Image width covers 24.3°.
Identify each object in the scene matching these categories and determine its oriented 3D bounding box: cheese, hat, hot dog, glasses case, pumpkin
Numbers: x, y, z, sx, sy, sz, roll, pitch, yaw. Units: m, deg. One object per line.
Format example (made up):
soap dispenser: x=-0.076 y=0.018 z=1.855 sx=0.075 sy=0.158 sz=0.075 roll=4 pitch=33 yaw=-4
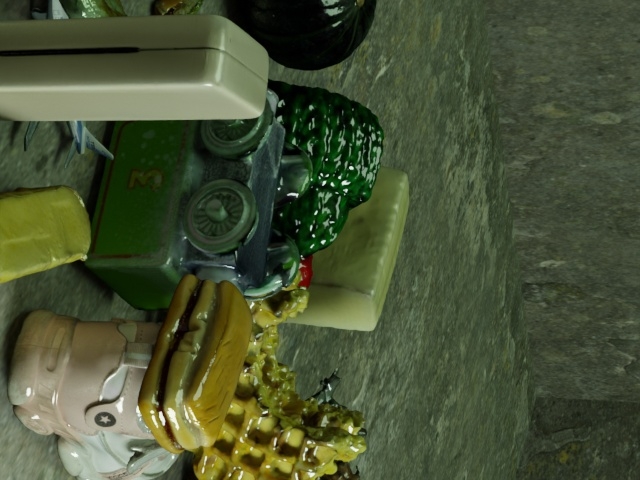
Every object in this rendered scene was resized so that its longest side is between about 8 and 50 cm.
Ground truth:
cheese: x=0.000 y=0.000 z=2.340 sx=0.124 sy=0.242 sz=0.265 roll=82 pitch=20 yaw=-51
hat: x=-0.065 y=-0.061 z=2.149 sx=0.242 sy=0.274 sz=0.332 roll=22 pitch=79 yaw=-74
hot dog: x=-0.194 y=-0.327 z=2.076 sx=0.133 sy=0.041 sz=0.056 roll=-52 pitch=139 yaw=-59
glasses case: x=-0.230 y=-0.177 z=1.549 sx=0.144 sy=0.336 sz=0.076 roll=27 pitch=66 yaw=-69
pumpkin: x=-0.022 y=-0.395 z=2.326 sx=0.250 sy=0.216 sz=0.250 roll=-31 pitch=139 yaw=-31

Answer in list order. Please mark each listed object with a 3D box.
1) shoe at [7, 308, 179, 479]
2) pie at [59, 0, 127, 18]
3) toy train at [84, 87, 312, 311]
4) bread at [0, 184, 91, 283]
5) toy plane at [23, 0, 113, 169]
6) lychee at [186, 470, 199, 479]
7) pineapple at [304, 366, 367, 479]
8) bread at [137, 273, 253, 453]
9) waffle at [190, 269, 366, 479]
shoe: x=-0.222 y=0.207 z=1.801 sx=0.351 sy=0.198 sz=0.172 roll=50 pitch=46 yaw=-60
pie: x=-0.274 y=-0.317 z=1.745 sx=0.240 sy=0.054 sz=0.240 roll=-20 pitch=90 yaw=-84
toy train: x=-0.154 y=-0.056 z=1.898 sx=0.173 sy=0.249 sz=0.307 roll=51 pitch=43 yaw=-57
bread: x=-0.343 y=-0.007 z=1.616 sx=0.245 sy=0.094 sz=0.102 roll=-24 pitch=105 yaw=-69
toy plane: x=-0.301 y=-0.195 z=1.765 sx=0.226 sy=0.058 sz=0.226 roll=-56 pitch=139 yaw=-51
lychee: x=-0.146 y=0.375 z=2.154 sx=0.146 sy=0.114 sz=0.114 roll=-88 pitch=175 yaw=-80
pineapple: x=-0.020 y=0.382 z=2.400 sx=0.223 sy=0.223 sz=0.357 roll=56 pitch=32 yaw=-58
bread: x=-0.136 y=0.139 z=1.665 sx=0.116 sy=0.077 sz=0.200 roll=74 pitch=26 yaw=-49
waffle: x=-0.087 y=0.195 z=2.052 sx=0.151 sy=0.261 sz=0.324 roll=-19 pitch=89 yaw=-67
